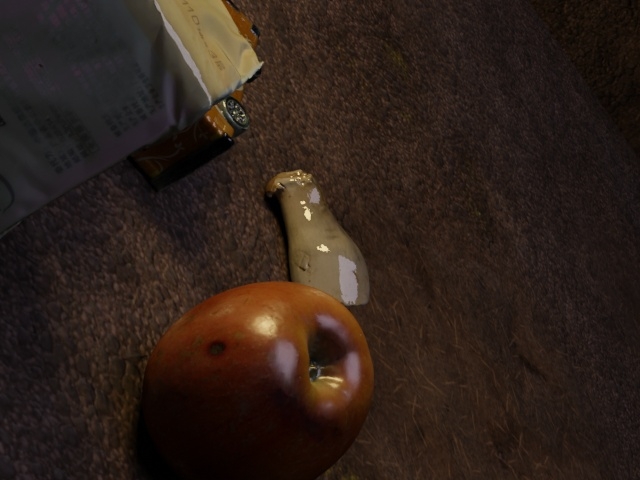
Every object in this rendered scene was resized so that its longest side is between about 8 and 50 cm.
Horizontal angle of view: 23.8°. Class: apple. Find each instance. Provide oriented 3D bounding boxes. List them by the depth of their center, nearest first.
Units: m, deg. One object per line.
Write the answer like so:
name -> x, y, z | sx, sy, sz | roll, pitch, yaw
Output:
apple -> -0.063, 0.157, 1.632 | 0.253, 0.253, 0.253 | 44, 29, -33

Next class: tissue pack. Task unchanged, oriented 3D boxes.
tissue pack -> -0.305, -0.240, 1.459 | 0.405, 0.331, 0.205 | 58, 21, -8

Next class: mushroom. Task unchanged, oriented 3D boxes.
mushroom -> 0.000, 0.000, 2.090 | 0.116, 0.093, 0.225 | 5, 62, -37

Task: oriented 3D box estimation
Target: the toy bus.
toy bus -> -0.179, -0.214, 1.918 | 0.167, 0.138, 0.275 | 47, 30, -25
